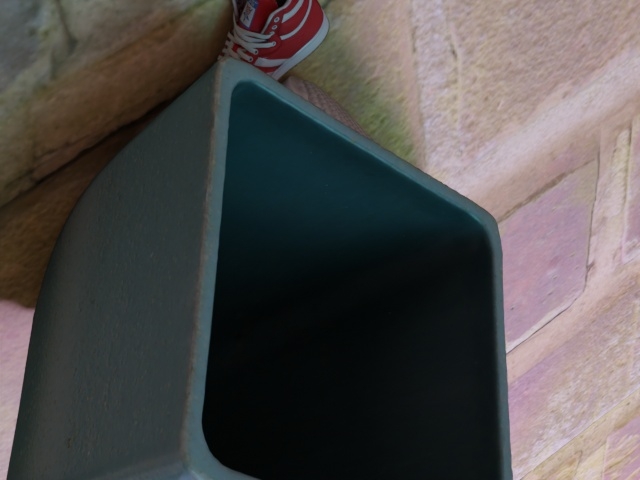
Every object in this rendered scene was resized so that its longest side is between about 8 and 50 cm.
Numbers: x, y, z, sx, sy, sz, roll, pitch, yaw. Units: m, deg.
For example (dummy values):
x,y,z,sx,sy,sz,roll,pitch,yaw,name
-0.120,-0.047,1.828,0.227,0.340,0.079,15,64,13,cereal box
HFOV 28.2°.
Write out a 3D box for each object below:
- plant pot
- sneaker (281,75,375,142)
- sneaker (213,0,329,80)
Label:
x,y,z,sx,sy,sz,roll,pitch,yaw,name
-0.058,0.086,0.786,0.248,0.247,0.252,28,141,-37,plant pot
0.001,0.001,0.923,0.161,0.102,0.282,-42,148,3,sneaker
-0.048,-0.116,0.787,0.118,0.042,0.067,-48,152,-7,sneaker
